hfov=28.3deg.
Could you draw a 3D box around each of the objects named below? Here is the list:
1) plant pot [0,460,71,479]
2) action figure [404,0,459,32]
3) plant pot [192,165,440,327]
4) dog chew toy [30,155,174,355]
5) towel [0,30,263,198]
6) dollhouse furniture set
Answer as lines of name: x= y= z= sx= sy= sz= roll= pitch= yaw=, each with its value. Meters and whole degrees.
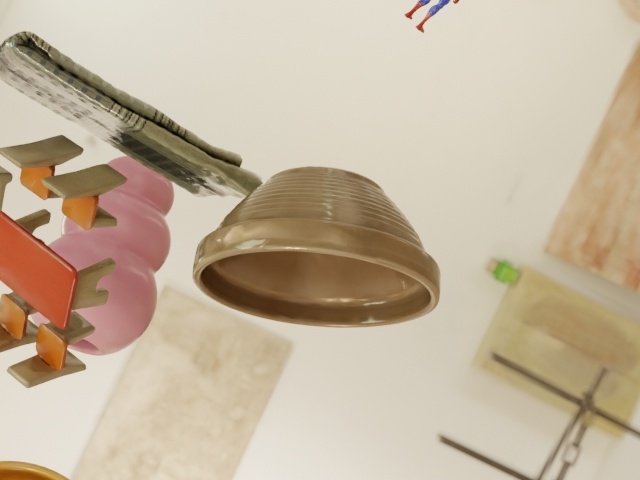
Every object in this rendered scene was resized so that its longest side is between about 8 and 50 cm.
plant pot: x=-0.281 y=0.315 z=1.173 sx=0.188 sy=0.205 sz=0.205 roll=109 pitch=-174 yaw=-75
action figure: x=0.153 y=-0.302 z=1.527 sx=0.115 sy=0.038 sz=0.030 roll=-45 pitch=-21 yaw=18
plant pot: x=0.000 y=0.000 z=1.226 sx=0.237 sy=0.237 sz=0.110 roll=123 pitch=154 yaw=-68
dog chew toy: x=-0.332 y=0.011 z=2.019 sx=0.206 sy=0.206 sz=0.332 roll=123 pitch=167 yaw=-68
towel: x=-0.229 y=-0.147 z=1.492 sx=0.056 sy=0.324 sz=0.312 roll=-60 pitch=17 yaw=-7
dollhouse furniture set: x=-0.367 y=0.006 z=1.465 sx=0.135 sy=0.259 sz=0.262 roll=-17 pitch=-48 yaw=-49
